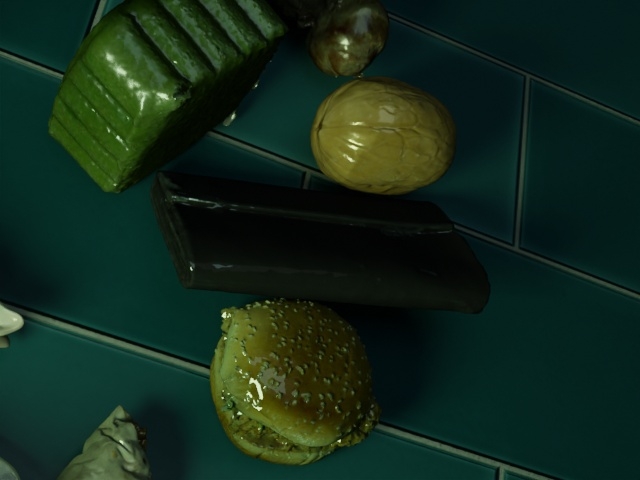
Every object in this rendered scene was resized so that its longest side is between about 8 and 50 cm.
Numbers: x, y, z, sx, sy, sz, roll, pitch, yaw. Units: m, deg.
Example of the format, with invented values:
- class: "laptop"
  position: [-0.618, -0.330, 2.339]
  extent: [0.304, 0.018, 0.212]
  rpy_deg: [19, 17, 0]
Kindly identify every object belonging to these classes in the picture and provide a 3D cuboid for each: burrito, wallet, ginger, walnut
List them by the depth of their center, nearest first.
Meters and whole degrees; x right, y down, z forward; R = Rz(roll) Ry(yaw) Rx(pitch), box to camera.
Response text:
- class: "burrito"
  position: [-0.267, 0.337, 1.143]
  extent: [0.117, 0.076, 0.392]
  rpy_deg: [45, 44, -14]
- class: "wallet"
  position: [0.000, -0.001, 1.439]
  extent: [0.406, 0.062, 0.228]
  rpy_deg: [7, 33, -24]
- class: "walnut"
  position: [0.083, -0.141, 1.542]
  extent: [0.197, 0.165, 0.165]
  rpy_deg: [12, 60, -24]
- class: "ginger"
  position: [-0.064, -0.395, 1.604]
  extent: [0.375, 0.176, 0.256]
  rpy_deg: [21, 72, -15]

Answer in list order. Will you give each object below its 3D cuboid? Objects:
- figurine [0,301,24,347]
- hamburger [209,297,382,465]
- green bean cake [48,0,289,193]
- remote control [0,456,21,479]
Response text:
- class: "figurine"
  position: [-0.443, 0.068, 1.191]
  extent: [0.235, 0.127, 0.155]
  rpy_deg: [35, 30, -7]
- class: "hamburger"
  position: [-0.023, 0.162, 1.353]
  extent: [0.215, 0.122, 0.189]
  rpy_deg: [19, 54, -20]
- class: "green bean cake"
  position: [-0.191, -0.202, 1.387]
  extent: [0.156, 0.247, 0.250]
  rpy_deg: [49, 55, 4]
- class: "remote control"
  position: [-0.407, 0.219, 1.180]
  extent: [0.221, 0.042, 0.078]
  rpy_deg: [38, 55, -3]
